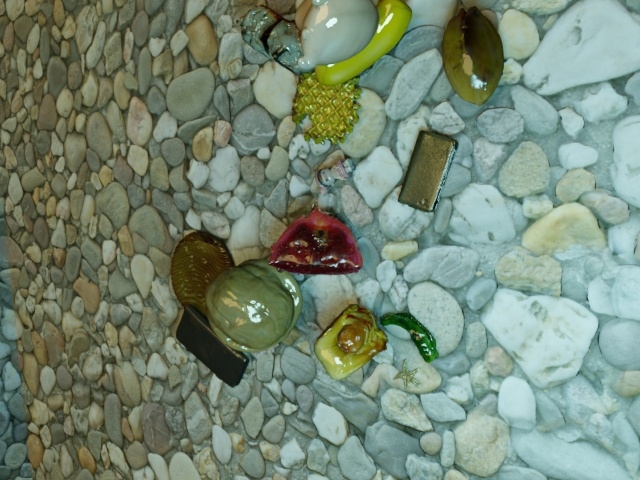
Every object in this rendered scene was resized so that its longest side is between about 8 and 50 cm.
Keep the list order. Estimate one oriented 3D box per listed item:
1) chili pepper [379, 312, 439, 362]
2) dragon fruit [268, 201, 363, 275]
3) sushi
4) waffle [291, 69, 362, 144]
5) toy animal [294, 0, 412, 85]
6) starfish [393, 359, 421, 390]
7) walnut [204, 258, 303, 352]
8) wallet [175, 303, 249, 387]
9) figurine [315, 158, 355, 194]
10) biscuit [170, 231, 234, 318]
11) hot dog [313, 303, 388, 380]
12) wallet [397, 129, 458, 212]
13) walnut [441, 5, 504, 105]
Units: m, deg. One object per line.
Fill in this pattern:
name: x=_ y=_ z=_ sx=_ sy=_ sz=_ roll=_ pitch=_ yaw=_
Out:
chili pepper: x=0.244 y=0.247 z=1.352 sx=0.182 sy=0.050 sz=0.073 roll=40 pitch=123 yaw=27
dragon fruit: x=0.000 y=0.000 z=1.460 sx=0.262 sy=0.134 sz=0.211 roll=5 pitch=81 yaw=7
sushi: x=-0.118 y=-0.577 z=1.462 sx=0.130 sy=0.124 sz=0.332 roll=-48 pitch=55 yaw=7
waffle: x=0.015 y=-0.391 z=1.453 sx=0.232 sy=0.051 sz=0.228 roll=13 pitch=98 yaw=32
toy animal: x=0.029 y=-0.552 z=1.271 sx=0.246 sy=0.345 sz=0.277 roll=58 pitch=138 yaw=10
starfish: x=0.236 y=0.371 z=1.389 sx=0.086 sy=0.016 sz=0.092 roll=-4 pitch=98 yaw=33
walnut: x=-0.195 y=0.191 z=1.504 sx=0.286 sy=0.296 sz=0.284 roll=0 pitch=87 yaw=0
wallet: x=-0.382 y=0.372 z=1.770 sx=0.310 sy=0.042 sz=0.165 roll=36 pitch=122 yaw=20
figurine: x=0.043 y=-0.187 z=1.453 sx=0.129 sy=0.054 sz=0.072 roll=-25 pitch=95 yaw=26
biscuit: x=-0.425 y=0.125 z=1.798 sx=0.318 sy=0.040 sz=0.317 roll=4 pitch=97 yaw=34
hot dog: x=0.089 y=0.257 z=1.343 sx=0.153 sy=0.257 sz=0.150 roll=-38 pitch=87 yaw=17
wallet: x=0.275 y=-0.176 z=1.306 sx=0.110 sy=0.031 sz=0.197 roll=26 pitch=108 yaw=29
walnut: x=0.352 y=-0.431 z=1.175 sx=0.137 sy=0.137 sz=0.245 roll=-15 pitch=85 yaw=34
